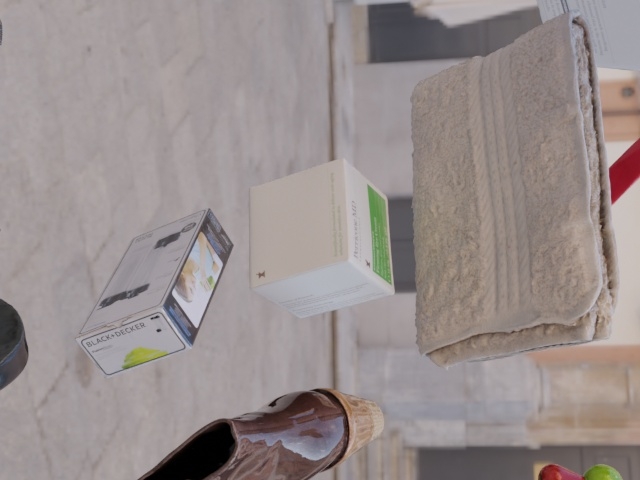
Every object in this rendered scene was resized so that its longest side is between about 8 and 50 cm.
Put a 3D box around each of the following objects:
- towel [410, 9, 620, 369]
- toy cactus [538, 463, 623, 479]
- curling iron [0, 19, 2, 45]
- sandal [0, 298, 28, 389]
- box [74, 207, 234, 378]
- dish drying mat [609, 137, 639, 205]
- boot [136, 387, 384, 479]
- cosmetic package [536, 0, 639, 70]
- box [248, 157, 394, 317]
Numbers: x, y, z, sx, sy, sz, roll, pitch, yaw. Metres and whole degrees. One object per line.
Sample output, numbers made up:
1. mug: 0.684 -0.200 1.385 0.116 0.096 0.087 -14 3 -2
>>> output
1. towel: 0.153 -0.039 0.845 0.049 0.187 0.282 16 65 -42
2. toy cactus: 0.239 0.244 0.649 0.112 0.181 0.219 109 -25 -43
3. curling iron: -0.412 -0.267 1.139 0.274 0.035 0.068 114 -15 -81
4. sandal: -0.495 0.148 0.924 0.446 0.168 0.107 -30 135 -31
5. box: -0.259 0.079 1.597 0.087 0.169 0.290 59 23 -24
6. dish drying mat: 0.274 -0.064 0.882 0.008 0.083 0.032 26 24 -40
7. boot: -0.086 0.193 0.826 0.207 0.248 0.090 5 55 -52
8. cosmetic package: 0.375 -0.290 1.020 0.224 0.225 0.138 -50 133 -25
9. box: 0.000 0.000 0.865 0.087 0.102 0.101 35 45 -51
